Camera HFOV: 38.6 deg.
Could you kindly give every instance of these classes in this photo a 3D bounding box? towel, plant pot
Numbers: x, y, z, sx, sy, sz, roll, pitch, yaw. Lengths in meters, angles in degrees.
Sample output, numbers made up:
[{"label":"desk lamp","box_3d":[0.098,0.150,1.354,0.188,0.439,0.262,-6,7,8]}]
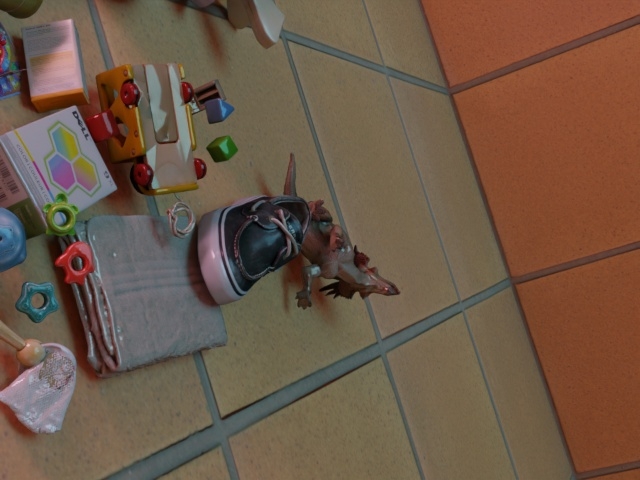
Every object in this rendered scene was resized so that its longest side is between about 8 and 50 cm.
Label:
[{"label":"towel","box_3d":[-0.211,0.061,1.126,0.282,0.049,0.187,-1,74,-68]},{"label":"plant pot","box_3d":[-0.361,-0.290,1.005,0.079,0.083,0.083,-14,85,-58]}]

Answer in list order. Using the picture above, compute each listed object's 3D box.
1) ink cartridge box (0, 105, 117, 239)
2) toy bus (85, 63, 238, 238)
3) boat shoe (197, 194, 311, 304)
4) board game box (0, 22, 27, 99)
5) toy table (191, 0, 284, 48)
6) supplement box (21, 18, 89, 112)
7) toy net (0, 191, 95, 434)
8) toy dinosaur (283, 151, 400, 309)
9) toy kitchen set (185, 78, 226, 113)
[{"label":"ink cartridge box","box_3d":[-0.296,-0.082,1.024,0.109,0.062,0.209,65,23,-12]},{"label":"toy bus","box_3d":[-0.221,-0.128,1.165,0.191,0.104,0.202,46,55,-33]},{"label":"boat shoe","box_3d":[-0.085,-0.012,1.310,0.335,0.119,0.121,-67,141,-69]},{"label":"board game box","box_3d":[-0.376,-0.216,0.987,0.133,0.033,0.169,67,23,-11]},{"label":"toy table","box_3d":[-0.110,-0.467,1.544,0.161,0.252,0.274,35,63,-32]},{"label":"supplement box","box_3d":[-0.312,-0.206,1.076,0.036,0.062,0.098,93,-14,-74]},{"label":"toy net","box_3d":[-0.283,0.074,0.914,0.122,0.045,0.232,-13,96,-34]},{"label":"toy dinosaur","box_3d":[0.000,0.000,1.570,0.296,0.127,0.200,60,15,5]},{"label":"toy kitchen set","box_3d":[-0.197,-0.220,1.338,0.068,0.075,0.083,67,19,-7]}]
